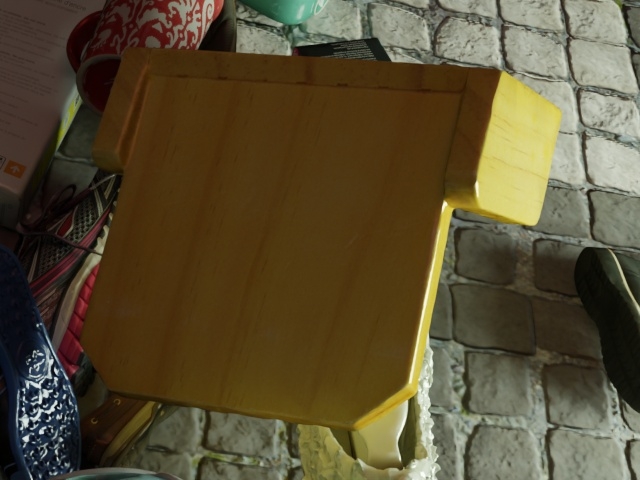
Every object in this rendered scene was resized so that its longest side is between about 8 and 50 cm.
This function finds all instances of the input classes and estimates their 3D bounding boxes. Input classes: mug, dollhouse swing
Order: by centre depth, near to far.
[{"bbox_3d":[0.000,0.000,1.447,0.346,0.315,0.305,5,87,22],"label":"dollhouse swing"},{"bbox_3d":[-0.179,-0.190,1.621,0.113,0.150,0.169,33,44,-17],"label":"mug"},{"bbox_3d":[-0.024,-0.316,1.857,0.097,0.129,0.158,30,48,6],"label":"mug"}]

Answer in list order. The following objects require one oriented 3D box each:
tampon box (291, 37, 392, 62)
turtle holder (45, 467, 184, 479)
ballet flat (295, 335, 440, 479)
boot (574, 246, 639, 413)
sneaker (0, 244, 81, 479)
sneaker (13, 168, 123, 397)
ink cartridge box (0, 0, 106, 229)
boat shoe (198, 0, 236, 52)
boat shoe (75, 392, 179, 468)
[{"bbox_3d":[0.034,-0.110,1.700,0.101,0.120,0.161,-10,54,-26],"label":"tampon box"},{"bbox_3d":[-0.124,0.275,1.221,0.320,0.243,0.227,-22,36,5],"label":"turtle holder"},{"bbox_3d":[0.041,0.108,1.458,0.147,0.147,0.409,5,39,-14],"label":"ballet flat"},{"bbox_3d":[0.353,0.086,1.666,0.137,0.077,0.198,4,50,-21],"label":"boot"},{"bbox_3d":[-0.275,0.116,1.397,0.081,0.090,0.232,-24,102,-52],"label":"sneaker"},{"bbox_3d":[-0.226,0.000,1.524,0.112,0.121,0.299,16,48,1],"label":"sneaker"},{"bbox_3d":[-0.394,-0.179,1.667,0.303,0.072,0.307,19,45,0],"label":"ink cartridge box"},{"bbox_3d":[-0.142,-0.280,1.786,0.122,0.120,0.324,-15,71,16],"label":"boat shoe"},{"bbox_3d":[-0.156,0.132,1.467,0.060,0.064,0.178,33,51,9],"label":"boat shoe"}]
